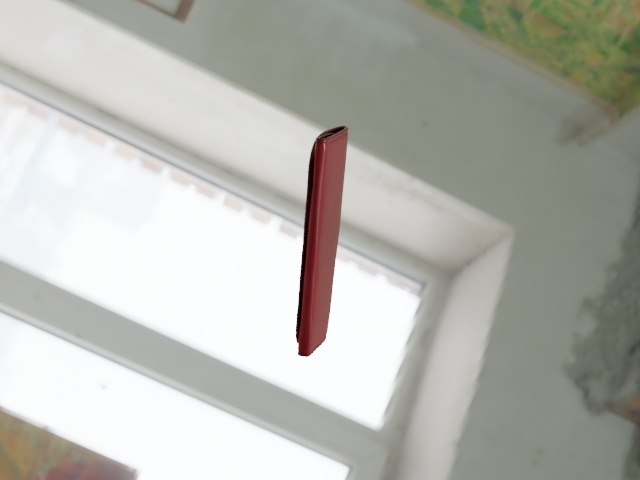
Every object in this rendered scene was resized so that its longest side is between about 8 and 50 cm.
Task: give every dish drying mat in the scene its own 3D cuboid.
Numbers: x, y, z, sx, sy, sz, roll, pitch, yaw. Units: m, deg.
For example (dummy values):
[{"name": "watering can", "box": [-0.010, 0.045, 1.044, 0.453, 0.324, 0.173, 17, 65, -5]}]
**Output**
[{"name": "dish drying mat", "box": [0.000, 0.000, 0.539, 0.032, 0.008, 0.083, -33, 130, -67]}]
